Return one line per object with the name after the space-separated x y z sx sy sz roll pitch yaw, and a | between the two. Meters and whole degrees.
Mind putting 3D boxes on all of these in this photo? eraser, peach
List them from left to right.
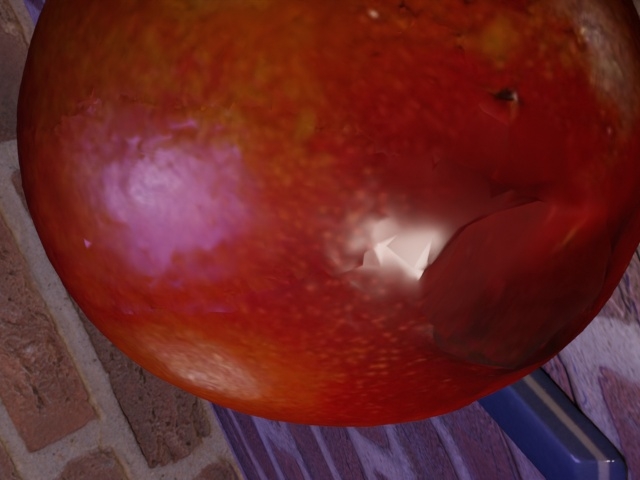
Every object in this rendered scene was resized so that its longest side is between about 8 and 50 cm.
0.022 -0.061 0.906 0.388 0.388 0.388 56 164 25 | peach
0.179 0.146 1.344 0.225 0.036 0.082 49 161 41 | eraser
